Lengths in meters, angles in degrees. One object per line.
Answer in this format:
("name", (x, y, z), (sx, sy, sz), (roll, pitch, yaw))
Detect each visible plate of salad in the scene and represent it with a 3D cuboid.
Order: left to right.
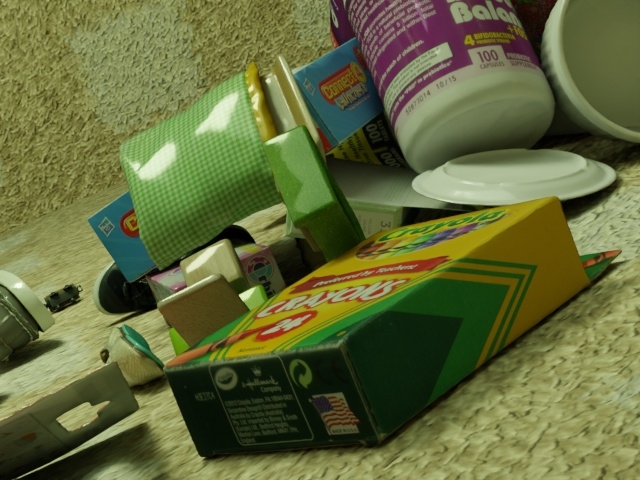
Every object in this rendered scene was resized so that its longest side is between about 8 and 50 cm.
("plate of salad", (0.190, -0.052, 1.556), (0.199, 0.048, 0.200), (-3, 16, 1))

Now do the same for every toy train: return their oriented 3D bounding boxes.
("toy train", (-0.391, 0.099, 2.128), (0.158, 0.027, 0.036), (-27, 0, -23))

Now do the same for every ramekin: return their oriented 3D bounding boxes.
("ramekin", (0.327, -0.197, 1.643), (0.207, 0.207, 0.109), (-24, 0, -11))

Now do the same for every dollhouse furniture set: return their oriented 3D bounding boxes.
("dollhouse furniture set", (-0.094, -0.059, 1.440), (0.197, 0.151, 0.301), (-27, 53, 5))

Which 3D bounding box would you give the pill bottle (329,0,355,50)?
("pill bottle", (0.101, -0.314, 2.100), (0.181, 0.181, 0.323), (-24, -19, -8))

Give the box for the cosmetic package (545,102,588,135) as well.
("cosmetic package", (0.345, -0.226, 2.043), (0.284, 0.097, 0.377), (-25, 10, -19))

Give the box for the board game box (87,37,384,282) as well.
("board game box", (-0.065, -0.105, 1.773), (0.302, 0.086, 0.308), (-33, 4, 26))

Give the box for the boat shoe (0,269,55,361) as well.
("boat shoe", (-0.429, 0.092, 1.980), (0.091, 0.109, 0.305), (-45, 21, -20))

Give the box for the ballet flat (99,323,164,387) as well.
("ballet flat", (-0.185, 0.119, 1.529), (0.052, 0.057, 0.168), (-51, 9, -4))

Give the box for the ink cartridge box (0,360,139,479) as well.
("ink cartridge box", (-0.335, 0.162, 1.201), (0.385, 0.091, 0.308), (-26, -10, -8))

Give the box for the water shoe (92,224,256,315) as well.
("water shoe", (-0.173, 0.033, 1.863), (0.203, 0.073, 0.080), (-24, 12, -5))

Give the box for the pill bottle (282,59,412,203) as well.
("pill bottle", (0.026, -0.143, 2.034), (0.334, 0.188, 0.188), (-15, 12, 39))

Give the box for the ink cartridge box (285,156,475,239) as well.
("ink cartridge box", (0.095, -0.036, 1.670), (0.235, 0.056, 0.171), (8, 17, 9))

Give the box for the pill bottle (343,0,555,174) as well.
("pill bottle", (0.122, -0.229, 1.690), (0.169, 0.301, 0.169), (-16, -27, -8))

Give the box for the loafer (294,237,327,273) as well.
("loafer", (0.000, 0.000, 1.722), (0.056, 0.050, 0.148), (-23, 10, -4))

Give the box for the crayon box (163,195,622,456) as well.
("crayon box", (0.061, 0.053, 1.216), (0.202, 0.081, 0.318), (-13, 13, 46))

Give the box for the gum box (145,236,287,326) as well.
("gum box", (-0.112, 0.048, 1.671), (0.107, 0.062, 0.188), (-25, 10, -13))

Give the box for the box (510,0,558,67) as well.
("box", (0.229, -0.246, 1.829), (0.257, 0.122, 0.128), (-28, 24, 47))
